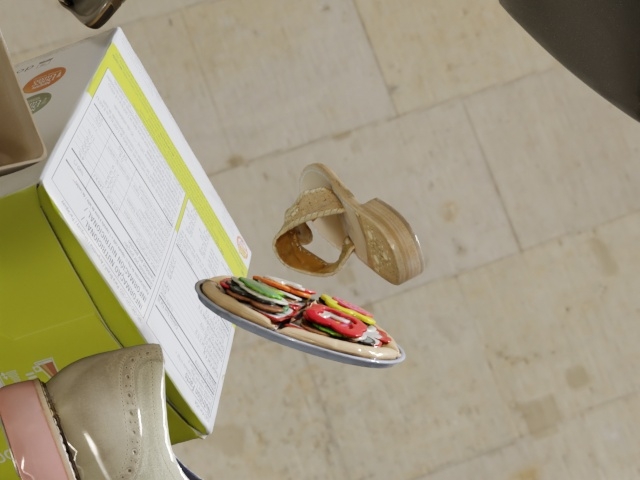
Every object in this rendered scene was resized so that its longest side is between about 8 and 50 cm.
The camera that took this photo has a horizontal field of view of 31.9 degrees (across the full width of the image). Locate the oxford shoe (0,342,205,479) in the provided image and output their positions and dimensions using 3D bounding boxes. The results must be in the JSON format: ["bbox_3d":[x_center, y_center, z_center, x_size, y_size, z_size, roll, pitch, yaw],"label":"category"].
[{"bbox_3d":[-0.108,0.270,0.854,0.146,0.397,0.140,-23,10,-15],"label":"oxford shoe"}]

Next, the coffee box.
[{"bbox_3d":[-0.314,0.029,1.222,0.338,0.338,0.334,-17,32,17],"label":"coffee box"}]

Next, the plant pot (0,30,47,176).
[{"bbox_3d":[-0.272,-0.080,0.773,0.109,0.109,0.096,-19,-4,-39],"label":"plant pot"}]

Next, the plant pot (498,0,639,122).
[{"bbox_3d":[0.243,-0.240,0.905,0.187,0.167,0.188,-52,-27,-13],"label":"plant pot"}]

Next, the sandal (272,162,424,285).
[{"bbox_3d":[-0.002,-0.006,0.962,0.079,0.088,0.240,-24,21,-16],"label":"sandal"}]

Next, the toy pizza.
[{"bbox_3d":[-0.015,0.064,1.014,0.201,0.032,0.201,19,7,-2],"label":"toy pizza"}]

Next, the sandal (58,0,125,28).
[{"bbox_3d":[-0.249,-0.282,1.159,0.060,0.219,0.090,28,-80,-39],"label":"sandal"}]
